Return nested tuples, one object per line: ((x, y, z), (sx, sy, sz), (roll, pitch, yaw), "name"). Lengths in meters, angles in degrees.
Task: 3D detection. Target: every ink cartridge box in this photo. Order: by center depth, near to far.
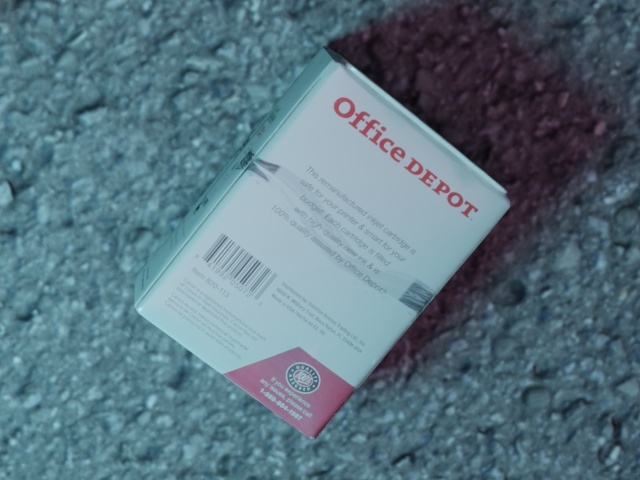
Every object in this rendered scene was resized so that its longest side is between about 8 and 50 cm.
((0.000, 0.000, 1.446), (0.207, 0.117, 0.283), (38, 97, -13), "ink cartridge box")
